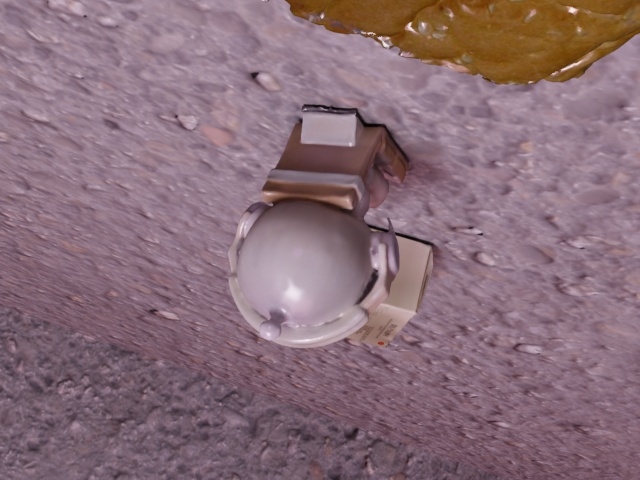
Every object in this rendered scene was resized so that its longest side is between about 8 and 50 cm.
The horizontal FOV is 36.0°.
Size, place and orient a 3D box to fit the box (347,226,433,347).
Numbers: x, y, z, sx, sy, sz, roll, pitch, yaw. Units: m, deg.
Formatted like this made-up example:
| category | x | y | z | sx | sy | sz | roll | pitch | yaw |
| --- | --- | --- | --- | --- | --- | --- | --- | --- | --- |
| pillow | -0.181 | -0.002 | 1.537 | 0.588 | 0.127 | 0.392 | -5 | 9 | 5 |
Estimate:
| category | x | y | z | sx | sy | sz | roll | pitch | yaw |
| --- | --- | --- | --- | --- | --- | --- | --- | --- | --- |
| box | 0.035 | 0.055 | 1.247 | 0.168 | 0.095 | 0.212 | 18 | 162 | -2 |

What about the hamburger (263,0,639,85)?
| category | x | y | z | sx | sy | sz | roll | pitch | yaw |
| --- | --- | --- | --- | --- | --- | --- | --- | --- | --- |
| hamburger | 0.064 | -0.193 | 0.446 | 0.309 | 0.132 | 0.211 | 24 | 154 | -9 |

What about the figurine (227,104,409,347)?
| category | x | y | z | sx | sy | sz | roll | pitch | yaw |
| --- | --- | --- | --- | --- | --- | --- | --- | --- | --- |
| figurine | -0.001 | -0.001 | 0.920 | 0.162 | 0.236 | 0.141 | 5 | 151 | 20 |
